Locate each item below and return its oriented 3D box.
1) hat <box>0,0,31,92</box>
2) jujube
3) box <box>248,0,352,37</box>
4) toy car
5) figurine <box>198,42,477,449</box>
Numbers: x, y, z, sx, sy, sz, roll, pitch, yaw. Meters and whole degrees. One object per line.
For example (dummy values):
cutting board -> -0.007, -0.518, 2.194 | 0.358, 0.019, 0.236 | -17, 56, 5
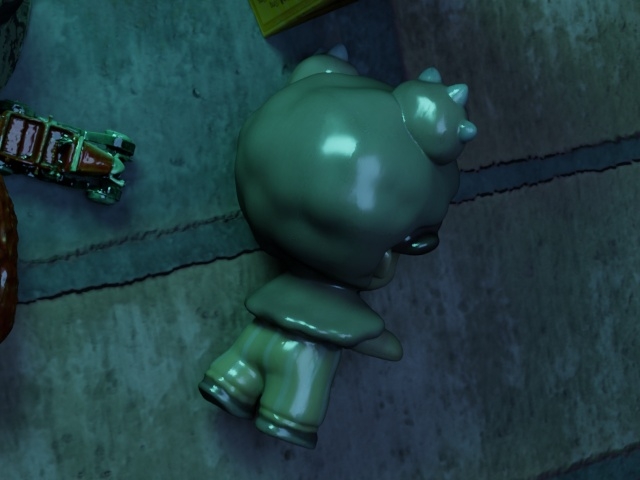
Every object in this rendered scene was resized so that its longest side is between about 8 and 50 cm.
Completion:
hat -> -0.334, -0.235, 1.585 | 0.265, 0.128, 0.266 | 7, 79, -42
jujube -> -0.326, 0.015, 1.617 | 0.112, 0.109, 0.176 | -5, 92, -54
box -> 0.049, -0.278, 1.695 | 0.174, 0.274, 0.076 | -26, 94, -21
toy car -> -0.246, -0.083, 1.687 | 0.143, 0.054, 0.073 | 17, 83, -20
figurine -> 0.000, 0.001, 1.716 | 0.203, 0.248, 0.381 | 17, 94, -40
